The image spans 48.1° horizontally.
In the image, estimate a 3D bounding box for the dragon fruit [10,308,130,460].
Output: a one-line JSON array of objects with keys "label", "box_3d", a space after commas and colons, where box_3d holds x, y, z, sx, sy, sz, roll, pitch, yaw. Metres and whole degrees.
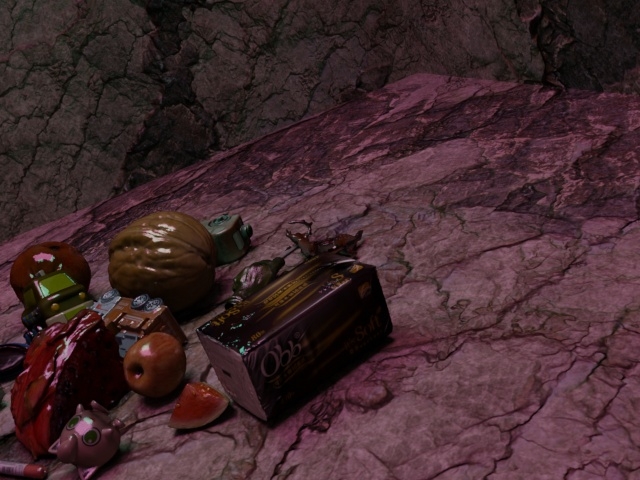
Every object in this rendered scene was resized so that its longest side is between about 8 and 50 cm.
[{"label": "dragon fruit", "box_3d": [-0.666, 0.324, 1.686, 0.329, 0.228, 0.286, 0, 30, 35]}]

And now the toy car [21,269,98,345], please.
[{"label": "toy car", "box_3d": [-0.770, 0.181, 2.066, 0.204, 0.198, 0.248, -26, -1, -41]}]

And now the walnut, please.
[{"label": "walnut", "box_3d": [-0.455, 0.062, 2.056, 0.332, 0.333, 0.333, -16, 22, 7]}]

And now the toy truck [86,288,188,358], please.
[{"label": "toy truck", "box_3d": [-0.527, 0.243, 1.896, 0.338, 0.133, 0.184, 4, 41, 40]}]

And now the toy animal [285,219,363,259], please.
[{"label": "toy animal", "box_3d": [0.001, 0.018, 2.094, 0.243, 0.087, 0.260, 0, 24, 10]}]

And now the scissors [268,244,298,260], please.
[{"label": "scissors", "box_3d": [-0.132, 0.056, 2.158, 0.110, 0.021, 0.212, 7, 34, 43]}]

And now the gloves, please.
[{"label": "gloves", "box_3d": [-0.167, 0.116, 1.947, 0.135, 0.107, 0.268, 21, 32, 12]}]

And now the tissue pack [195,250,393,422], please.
[{"label": "tissue pack", "box_3d": [-0.051, 0.198, 1.522, 0.370, 0.198, 0.210, -32, 29, -28]}]

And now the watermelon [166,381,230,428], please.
[{"label": "watermelon", "box_3d": [-0.266, 0.341, 1.499, 0.135, 0.094, 0.125, -34, 34, -24]}]

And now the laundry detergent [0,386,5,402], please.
[{"label": "laundry detergent", "box_3d": [-0.950, 0.406, 1.892, 0.289, 0.094, 0.143, -4, 28, 33]}]

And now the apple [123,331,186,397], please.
[{"label": "apple", "box_3d": [-0.382, 0.289, 1.644, 0.146, 0.146, 0.131, -10, 2, 21]}]

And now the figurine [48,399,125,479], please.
[{"label": "figurine", "box_3d": [-0.475, 0.408, 1.470, 0.125, 0.125, 0.138, 11, 52, 51]}]

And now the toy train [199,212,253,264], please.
[{"label": "toy train", "box_3d": [-0.378, 0.008, 2.328, 0.326, 0.129, 0.159, -10, 29, 21]}]

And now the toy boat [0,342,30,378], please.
[{"label": "toy boat", "box_3d": [-0.888, 0.342, 2.018, 0.223, 0.100, 0.097, -10, -13, 6]}]

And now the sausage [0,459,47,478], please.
[{"label": "sausage", "box_3d": [-0.663, 0.492, 1.545, 0.223, 0.029, 0.029, -5, 26, 31]}]

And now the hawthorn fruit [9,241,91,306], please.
[{"label": "hawthorn fruit", "box_3d": [-0.859, 0.125, 2.300, 0.258, 0.258, 0.262, -25, -8, -14]}]
